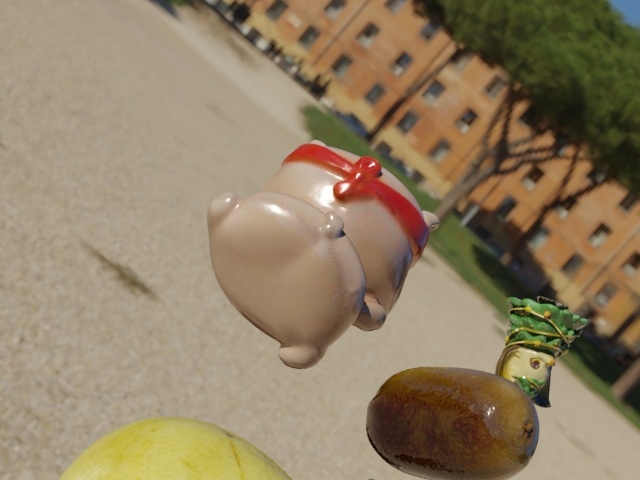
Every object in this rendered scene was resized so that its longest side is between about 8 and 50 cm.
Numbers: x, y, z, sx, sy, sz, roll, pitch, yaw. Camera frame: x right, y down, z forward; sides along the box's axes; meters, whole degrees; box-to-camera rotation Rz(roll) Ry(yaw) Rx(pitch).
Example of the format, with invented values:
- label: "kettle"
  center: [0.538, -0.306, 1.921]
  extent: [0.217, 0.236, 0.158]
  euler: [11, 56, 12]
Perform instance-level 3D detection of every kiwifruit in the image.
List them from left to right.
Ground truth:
- label: "kiwifruit"
  center: [0.085, 0.119, 0.793]
  extent: [0.124, 0.075, 0.075]
  euler: [-4, -32, 45]

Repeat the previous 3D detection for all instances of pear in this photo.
- label: "pear"
  center: [-0.167, 0.378, 1.422]
  extent: [0.348, 0.348, 0.348]
  euler: [41, 5, -4]

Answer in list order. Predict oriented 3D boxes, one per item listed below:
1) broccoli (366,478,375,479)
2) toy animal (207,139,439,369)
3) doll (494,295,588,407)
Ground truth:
- label: "broccoli"
  center: [0.078, 0.519, 1.809]
  extent: [0.281, 0.348, 0.293]
  euler: [-31, 87, -39]
- label: "toy animal"
  center: [0.000, 0.000, 1.045]
  extent: [0.171, 0.171, 0.198]
  euler: [42, 36, 7]
- label: "doll"
  center: [0.191, 0.103, 1.154]
  extent: [0.078, 0.113, 0.077]
  euler: [21, 12, -40]
